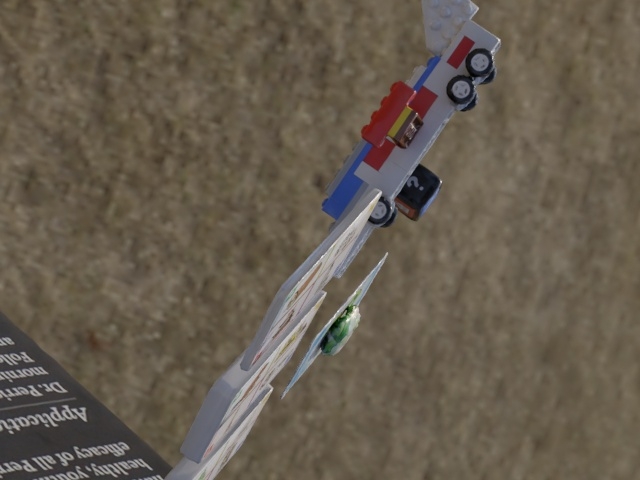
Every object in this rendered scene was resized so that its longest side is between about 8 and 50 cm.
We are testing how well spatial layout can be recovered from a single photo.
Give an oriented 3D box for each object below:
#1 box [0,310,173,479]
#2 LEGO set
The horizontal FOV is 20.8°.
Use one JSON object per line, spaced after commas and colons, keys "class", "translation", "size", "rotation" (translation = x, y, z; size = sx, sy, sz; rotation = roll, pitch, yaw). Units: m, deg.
{"class": "box", "translation": [-0.225, 0.330, 0.818], "size": [0.297, 0.471, 0.480], "rotation": [-2, 124, -54]}
{"class": "LEGO set", "translation": [0.000, 0.000, 0.760], "size": [0.244, 0.060, 0.182], "rotation": [-47, 170, -45]}
